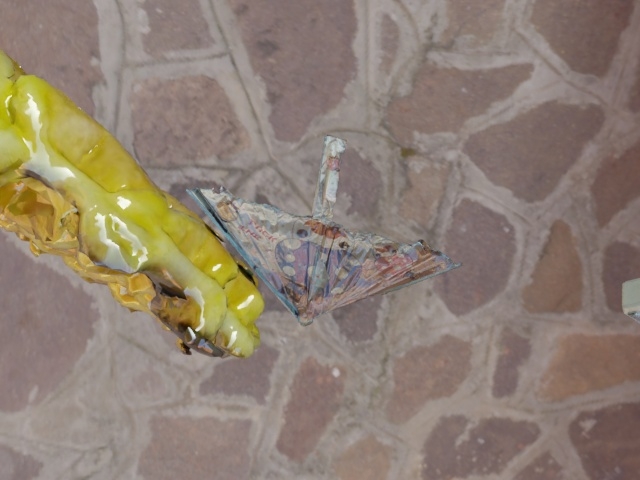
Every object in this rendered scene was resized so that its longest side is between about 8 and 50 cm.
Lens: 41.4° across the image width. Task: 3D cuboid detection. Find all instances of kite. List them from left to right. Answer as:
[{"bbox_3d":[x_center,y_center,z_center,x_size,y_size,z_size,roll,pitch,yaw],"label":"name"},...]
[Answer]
[{"bbox_3d":[0.000,0.000,1.207,0.406,0.014,0.368,15,133,6],"label":"kite"}]

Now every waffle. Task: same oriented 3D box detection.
[{"bbox_3d":[-0.210,-0.039,0.616,0.382,0.379,0.095,41,74,-21],"label":"waffle"}]

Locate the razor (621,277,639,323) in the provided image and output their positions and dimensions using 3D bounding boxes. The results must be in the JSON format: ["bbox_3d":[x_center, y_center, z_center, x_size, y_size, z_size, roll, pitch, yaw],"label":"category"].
[{"bbox_3d":[0.309,0.014,0.511,0.111,0.278,0.056,30,66,-28],"label":"razor"}]
